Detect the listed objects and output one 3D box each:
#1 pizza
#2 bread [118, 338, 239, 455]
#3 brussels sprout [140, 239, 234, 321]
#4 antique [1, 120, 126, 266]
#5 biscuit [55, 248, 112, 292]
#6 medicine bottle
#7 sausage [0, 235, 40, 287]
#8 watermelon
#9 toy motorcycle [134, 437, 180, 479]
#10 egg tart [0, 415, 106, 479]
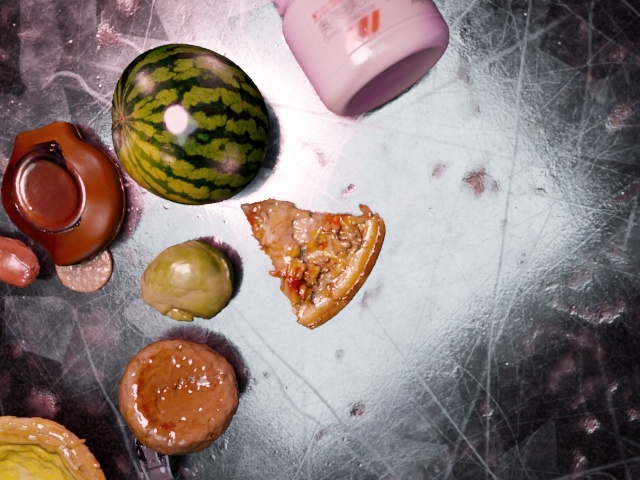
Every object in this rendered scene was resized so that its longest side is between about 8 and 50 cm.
[{"bbox_3d":[0.000,0.000,1.360,0.251,0.074,0.288,-32,94,2],"label":"pizza"},{"bbox_3d":[-0.274,0.304,1.344,0.229,0.123,0.230,8,63,-17],"label":"bread"},{"bbox_3d":[-0.256,0.071,1.351,0.183,0.131,0.146,13,117,1],"label":"brussels sprout"},{"bbox_3d":[-0.497,-0.091,1.341,0.223,0.129,0.278,-13,89,4],"label":"antique"},{"bbox_3d":[-0.480,0.048,1.412,0.120,0.015,0.120,0,95,2],"label":"biscuit"},{"bbox_3d":[0.049,-0.414,1.231,0.256,0.256,0.325,-30,84,5],"label":"medicine bottle"},{"bbox_3d":[-0.751,-0.014,1.384,0.418,0.094,0.094,23,125,0],"label":"sausage"},{"bbox_3d":[-0.232,-0.201,1.249,0.284,0.285,0.285,0,95,3],"label":"watermelon"},{"bbox_3d":[-0.322,0.444,1.397,0.058,0.100,0.173,-17,91,5],"label":"toy motorcycle"},{"bbox_3d":[-0.581,0.500,1.395,0.345,0.132,0.346,0,95,4],"label":"egg tart"}]
